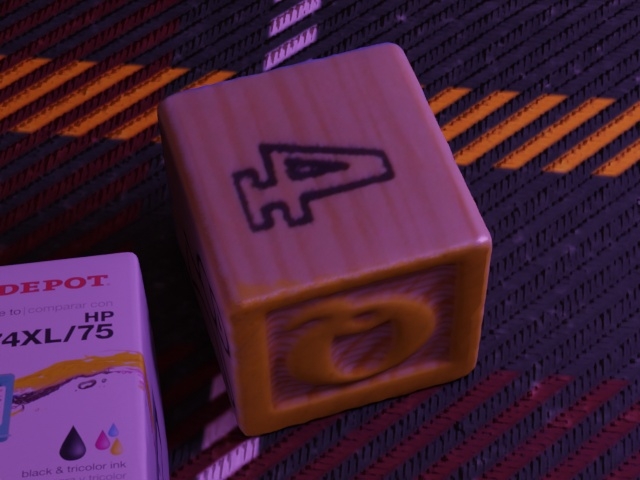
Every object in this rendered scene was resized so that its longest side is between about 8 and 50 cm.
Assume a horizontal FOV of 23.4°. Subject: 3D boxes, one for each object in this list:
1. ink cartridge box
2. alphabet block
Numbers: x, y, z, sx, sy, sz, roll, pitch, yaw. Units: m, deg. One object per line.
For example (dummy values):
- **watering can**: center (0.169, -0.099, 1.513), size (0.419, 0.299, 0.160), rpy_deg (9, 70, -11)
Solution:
- **ink cartridge box**: center (-0.198, 0.172, 0.987), size (0.198, 0.197, 0.270), rpy_deg (-7, 38, -4)
- **alphabet block**: center (0.000, 0.000, 1.148), size (0.193, 0.192, 0.197), rpy_deg (-16, 57, -8)
